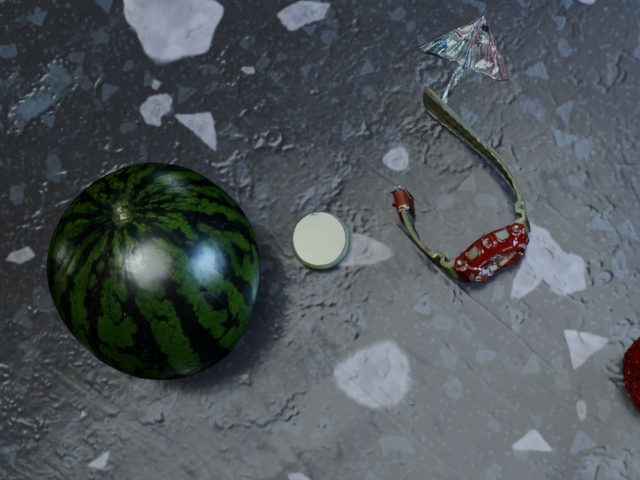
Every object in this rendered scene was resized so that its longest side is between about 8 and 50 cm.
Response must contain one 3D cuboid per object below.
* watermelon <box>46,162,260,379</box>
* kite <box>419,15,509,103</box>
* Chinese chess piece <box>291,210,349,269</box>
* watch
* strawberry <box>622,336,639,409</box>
[{"bbox_3d":[-0.222,0.040,1.729,0.285,0.285,0.285,-2,78,8],"label":"watermelon"},{"bbox_3d":[0.206,-0.256,1.863,0.139,0.011,0.157,24,82,14],"label":"kite"},{"bbox_3d":[0.000,0.000,1.825,0.084,0.034,0.084,-1,80,6],"label":"Chinese chess piece"},{"bbox_3d":[0.179,-0.068,1.793,0.165,0.102,0.268,-40,68,0],"label":"watch"},{"bbox_3d":[0.457,0.169,1.667,0.131,0.148,0.131,-1,80,8],"label":"strawberry"}]
